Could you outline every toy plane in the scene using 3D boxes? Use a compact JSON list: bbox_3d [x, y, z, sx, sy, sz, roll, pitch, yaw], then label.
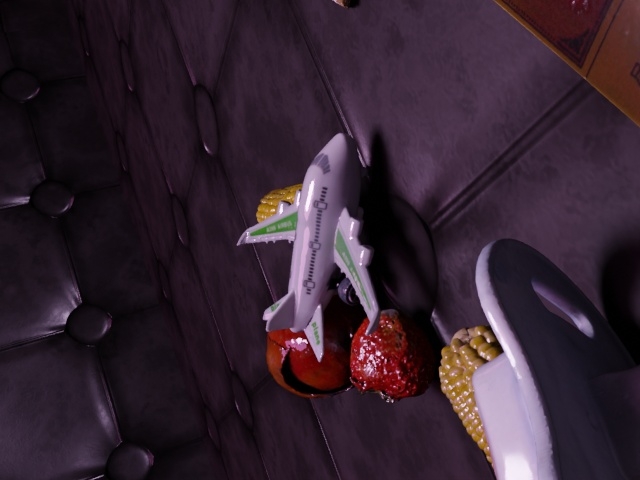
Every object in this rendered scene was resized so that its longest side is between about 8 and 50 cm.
[{"bbox_3d":[0.003,0.001,0.792,0.251,0.101,0.255,30,108,43],"label":"toy plane"}]

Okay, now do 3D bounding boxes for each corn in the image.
[{"bbox_3d":[-0.041,-0.042,0.972,0.203,0.072,0.072,0,104,67],"label":"corn"},{"bbox_3d":[0.182,0.174,0.546,0.288,0.086,0.087,-123,28,-47],"label":"corn"}]

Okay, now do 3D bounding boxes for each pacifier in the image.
[{"bbox_3d":[0.211,0.100,0.387,0.225,0.238,0.287,-39,36,33],"label":"pacifier"}]

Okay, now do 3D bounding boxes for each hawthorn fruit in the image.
[{"bbox_3d":[0.010,0.134,0.883,0.172,0.148,0.148,-3,101,50],"label":"hawthorn fruit"}]

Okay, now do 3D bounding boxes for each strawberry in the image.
[{"bbox_3d":[0.083,0.128,0.766,0.106,0.106,0.106,45,143,49],"label":"strawberry"}]

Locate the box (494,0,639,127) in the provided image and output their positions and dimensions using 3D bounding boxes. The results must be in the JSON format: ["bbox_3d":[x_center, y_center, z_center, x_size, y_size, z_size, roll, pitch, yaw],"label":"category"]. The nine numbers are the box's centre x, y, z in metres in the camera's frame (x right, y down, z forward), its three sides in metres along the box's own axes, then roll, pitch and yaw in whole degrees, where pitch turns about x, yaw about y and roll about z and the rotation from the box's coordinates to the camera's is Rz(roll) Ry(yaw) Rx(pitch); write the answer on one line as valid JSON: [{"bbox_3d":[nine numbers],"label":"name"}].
[{"bbox_3d":[0.184,-0.174,0.380,0.240,0.071,0.159,58,154,32],"label":"box"}]

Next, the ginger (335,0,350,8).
[{"bbox_3d":[0.022,-0.274,0.730,0.097,0.030,0.048,-155,55,-63],"label":"ginger"}]
